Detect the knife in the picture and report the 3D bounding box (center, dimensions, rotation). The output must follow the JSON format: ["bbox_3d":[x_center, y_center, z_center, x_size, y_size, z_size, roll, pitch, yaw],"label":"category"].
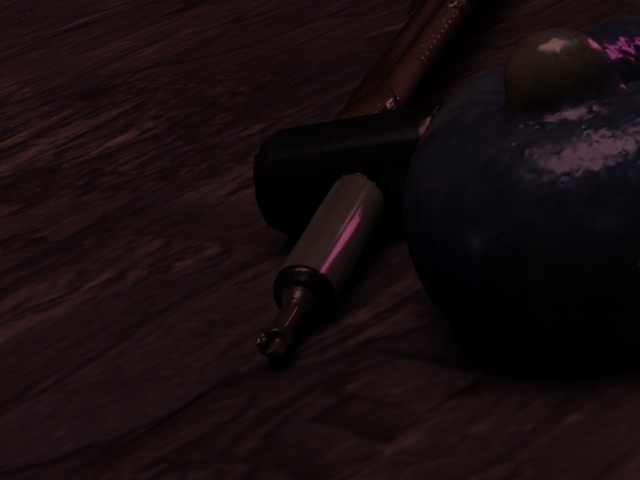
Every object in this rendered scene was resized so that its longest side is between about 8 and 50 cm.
[{"bbox_3d":[0.064,-0.123,1.204,0.089,0.043,0.365,-44,7,28],"label":"knife"}]

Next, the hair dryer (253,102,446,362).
[{"bbox_3d":[0.000,0.000,0.888,0.100,0.057,0.198,-9,25,24],"label":"hair dryer"}]

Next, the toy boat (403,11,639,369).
[{"bbox_3d":[0.156,-0.064,0.826,0.215,0.123,0.330,3,25,41],"label":"toy boat"}]
